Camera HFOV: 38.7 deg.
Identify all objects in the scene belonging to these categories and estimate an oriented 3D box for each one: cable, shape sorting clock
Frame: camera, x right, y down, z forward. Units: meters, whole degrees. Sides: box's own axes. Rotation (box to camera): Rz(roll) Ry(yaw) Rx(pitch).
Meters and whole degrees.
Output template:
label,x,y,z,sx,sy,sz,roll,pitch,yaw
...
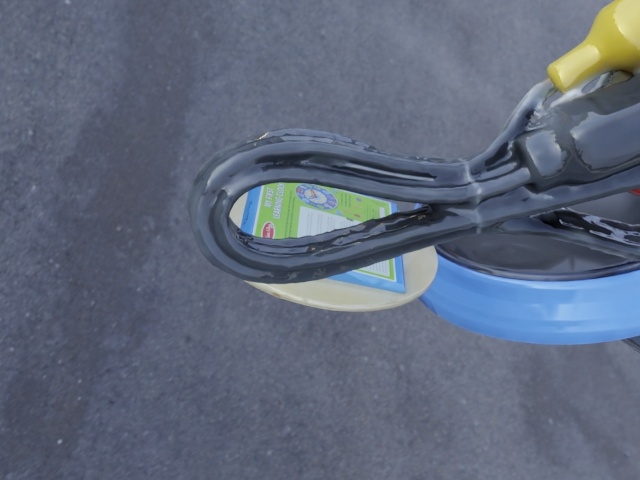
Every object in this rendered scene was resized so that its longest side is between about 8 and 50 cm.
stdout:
label,x,y,z,sx,sy,sz,roll,pitch,yaw
cable,0.087,-0.033,0.422,0.072,0.287,0.139,-104,175,-57
shape sorting clock,0.000,0.000,0.787,0.206,0.040,0.206,14,30,-8

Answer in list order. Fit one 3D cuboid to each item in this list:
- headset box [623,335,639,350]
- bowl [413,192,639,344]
label,x,y,z,sx,sy,sz,roll,pitch,yaw
headset box,0.509,0.018,1.372,0.246,0.283,0.131,31,1,-27
bowl,0.296,-0.014,1.132,0.391,0.391,0.077,-46,134,-49
